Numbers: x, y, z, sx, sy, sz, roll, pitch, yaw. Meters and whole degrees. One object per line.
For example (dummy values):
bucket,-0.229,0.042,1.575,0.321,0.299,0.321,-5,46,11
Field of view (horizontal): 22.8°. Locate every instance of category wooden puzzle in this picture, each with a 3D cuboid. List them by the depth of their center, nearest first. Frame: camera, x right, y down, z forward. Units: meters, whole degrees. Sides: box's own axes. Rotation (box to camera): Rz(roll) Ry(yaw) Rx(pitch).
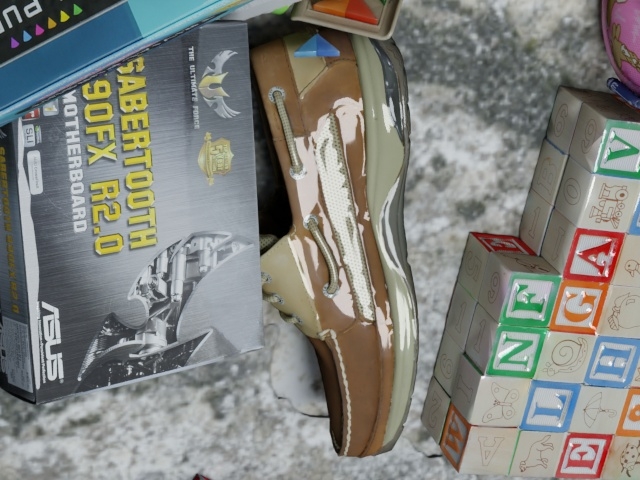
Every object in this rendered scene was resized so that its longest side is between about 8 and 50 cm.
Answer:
wooden puzzle,0.022,-0.172,1.083,0.078,0.116,0.014,6,150,6

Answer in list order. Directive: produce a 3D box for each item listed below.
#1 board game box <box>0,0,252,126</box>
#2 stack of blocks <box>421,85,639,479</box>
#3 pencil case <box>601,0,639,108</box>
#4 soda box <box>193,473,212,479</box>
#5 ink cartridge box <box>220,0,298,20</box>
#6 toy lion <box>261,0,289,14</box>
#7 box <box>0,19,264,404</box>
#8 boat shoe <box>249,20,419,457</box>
board game box,-0.186,-0.245,0.856,0.253,0.079,0.336,-21,97,30
stack of blocks,0.203,0.037,1.236,0.171,0.087,0.297,6,111,-20
pencil case,0.402,-0.174,1.165,0.386,0.160,0.167,-4,99,-19
soda box,-0.121,0.323,1.258,0.092,0.083,0.263,28,102,-26
ink cartridge box,-0.075,-0.236,0.977,0.224,0.181,0.056,37,63,-30
toy lion,-0.019,-0.197,1.056,0.034,0.096,0.100,12,109,-22
box,-0.130,-0.024,1.045,0.183,0.056,0.231,-10,104,-36
boat shoe,0.000,0.000,1.147,0.119,0.122,0.324,-6,106,-10
